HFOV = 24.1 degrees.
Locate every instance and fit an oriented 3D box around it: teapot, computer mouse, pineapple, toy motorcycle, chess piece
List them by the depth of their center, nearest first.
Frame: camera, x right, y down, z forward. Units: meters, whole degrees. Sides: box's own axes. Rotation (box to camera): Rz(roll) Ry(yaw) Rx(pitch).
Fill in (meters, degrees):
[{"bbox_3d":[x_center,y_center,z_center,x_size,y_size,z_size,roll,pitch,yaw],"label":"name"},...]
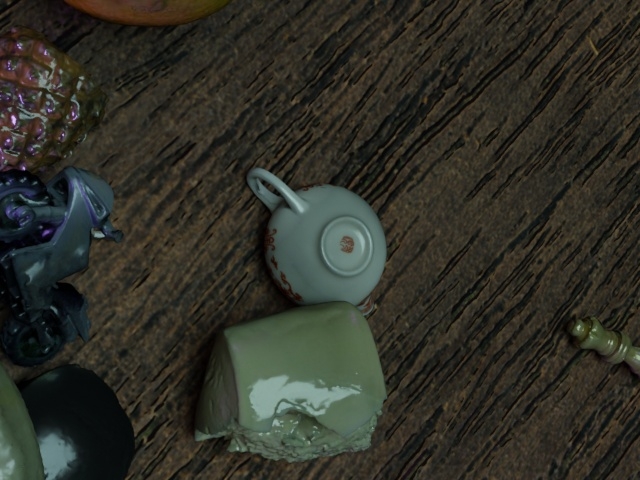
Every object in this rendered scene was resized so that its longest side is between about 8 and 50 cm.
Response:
[{"bbox_3d":[-0.365,-0.096,1.632,0.158,0.158,0.278,44,79,-21],"label":"pineapple"},{"bbox_3d":[-0.294,0.019,1.644,0.159,0.106,0.270,-26,137,-25],"label":"toy motorcycle"},{"bbox_3d":[-0.331,0.271,1.664,0.295,0.087,0.168,-47,106,-20],"label":"computer mouse"},{"bbox_3d":[0.000,0.000,1.858,0.159,0.116,0.245,-40,101,-13],"label":"teapot"},{"bbox_3d":[0.416,0.151,2.102,0.172,0.060,0.060,26,76,-22],"label":"chess piece"}]

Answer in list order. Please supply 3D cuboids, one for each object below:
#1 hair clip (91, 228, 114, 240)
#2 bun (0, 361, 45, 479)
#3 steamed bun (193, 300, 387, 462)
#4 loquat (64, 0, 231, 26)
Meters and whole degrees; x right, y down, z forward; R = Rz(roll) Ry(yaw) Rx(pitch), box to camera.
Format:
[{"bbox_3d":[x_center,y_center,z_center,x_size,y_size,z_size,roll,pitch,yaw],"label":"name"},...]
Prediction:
[{"bbox_3d":[-0.339,-0.011,1.701,0.226,0.034,0.072,-13,91,-27],"label":"hair clip"},{"bbox_3d":[-0.457,0.230,1.509,0.365,0.219,0.365,-1,98,-9],"label":"bun"},{"bbox_3d":[-0.032,0.188,1.773,0.225,0.170,0.200,-11,125,-23],"label":"steamed bun"},{"bbox_3d":[-0.191,-0.365,1.656,0.275,0.275,0.275,1,88,-29],"label":"loquat"}]
